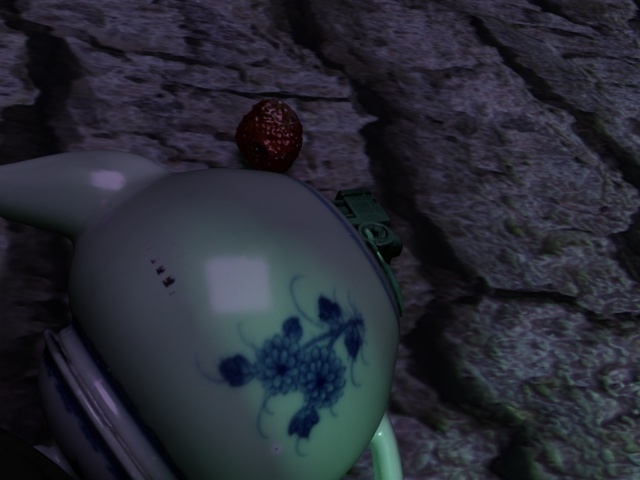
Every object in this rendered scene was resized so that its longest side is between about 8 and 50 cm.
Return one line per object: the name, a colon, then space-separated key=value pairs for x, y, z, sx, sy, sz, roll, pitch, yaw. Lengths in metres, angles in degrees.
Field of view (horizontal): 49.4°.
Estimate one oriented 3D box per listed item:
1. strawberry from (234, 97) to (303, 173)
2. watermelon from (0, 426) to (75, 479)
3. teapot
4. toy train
strawberry: x=-0.057 y=-0.118 z=0.813 sx=0.083 sy=0.083 sz=0.097 roll=10 pitch=52 yaw=-11
watermelon: x=-0.193 y=0.228 z=0.290 sx=0.279 sy=0.279 sz=0.359 roll=-38 pitch=94 yaw=-41
teapot: x=-0.091 y=0.091 z=0.496 sx=0.280 sy=0.252 sz=0.424 roll=-36 pitch=95 yaw=-17
toy train: x=0.000 y=0.000 z=0.732 sx=0.170 sy=0.071 sz=0.111 roll=-7 pitch=42 yaw=-24
